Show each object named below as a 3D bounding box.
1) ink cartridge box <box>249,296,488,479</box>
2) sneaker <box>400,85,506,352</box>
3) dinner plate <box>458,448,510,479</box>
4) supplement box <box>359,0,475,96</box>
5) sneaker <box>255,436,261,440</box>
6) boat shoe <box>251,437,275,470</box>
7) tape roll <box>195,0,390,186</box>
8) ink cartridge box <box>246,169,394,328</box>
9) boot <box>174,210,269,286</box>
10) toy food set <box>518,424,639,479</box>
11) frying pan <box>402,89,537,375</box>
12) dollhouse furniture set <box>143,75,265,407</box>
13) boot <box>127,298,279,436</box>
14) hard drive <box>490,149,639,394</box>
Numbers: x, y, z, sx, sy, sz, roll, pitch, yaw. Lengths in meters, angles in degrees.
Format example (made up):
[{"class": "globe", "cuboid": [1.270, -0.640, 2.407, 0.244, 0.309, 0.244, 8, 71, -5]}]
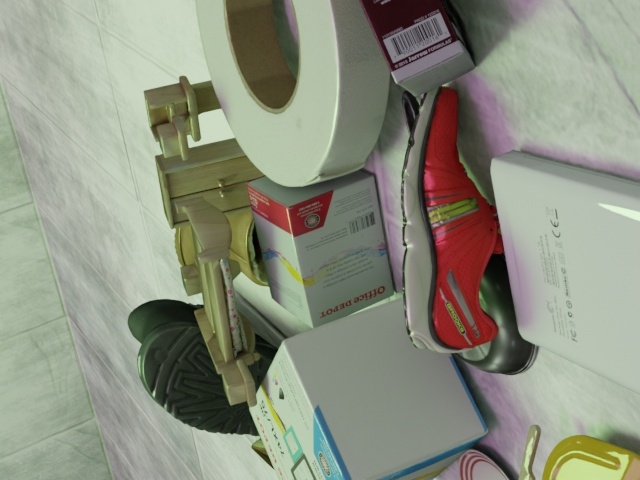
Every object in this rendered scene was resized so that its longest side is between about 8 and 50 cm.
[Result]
[{"class": "ink cartridge box", "cuboid": [0.050, 0.229, 1.516, 0.198, 0.197, 0.270, 65, 159, 19]}, {"class": "sneaker", "cuboid": [0.144, -0.023, 1.230, 0.107, 0.118, 0.279, 2, -93, -85]}, {"class": "dinner plate", "cuboid": [0.220, 0.323, 1.473, 0.141, 0.017, 0.141, 49, 152, 38]}, {"class": "supplement box", "cuboid": [0.065, -0.266, 1.138, 0.239, 0.073, 0.130, 67, -168, 4]}, {"class": "sneaker", "cuboid": [-0.104, 0.352, 2.174, 0.061, 0.053, 0.152, 1, 112, 69]}, {"class": "boat shoe", "cuboid": [-0.042, 0.351, 2.016, 0.104, 0.089, 0.285, 42, 160, -6]}, {"class": "tape roll", "cuboid": [-0.044, -0.257, 1.412, 0.392, 0.072, 0.392, 42, 140, 48]}, {"class": "ink cartridge box", "cuboid": [0.000, 0.000, 1.522, 0.127, 0.128, 0.176, 30, 136, 56]}, {"class": "boot", "cuboid": [-0.150, 0.014, 1.925, 0.269, 0.089, 0.236, 35, 141, 51]}, {"class": "toy food set", "cuboid": [0.294, 0.263, 1.203, 0.218, 0.071, 0.128, 13, 99, 61]}, {"class": "frying pan", "cuboid": [0.157, 0.011, 1.299, 0.197, 0.053, 0.326, 30, 139, 53]}, {"class": "dollhouse furniture set", "cuboid": [-0.098, -0.017, 1.575, 0.355, 0.173, 0.303, -120, 20, -51]}, {"class": "boot", "cuboid": [-0.204, 0.172, 1.906, 0.367, 0.146, 0.445, 28, -179, -33]}, {"class": "hard drive", "cuboid": [0.273, 0.040, 1.066, 0.307, 0.040, 0.203, 25, 133, 58]}]
